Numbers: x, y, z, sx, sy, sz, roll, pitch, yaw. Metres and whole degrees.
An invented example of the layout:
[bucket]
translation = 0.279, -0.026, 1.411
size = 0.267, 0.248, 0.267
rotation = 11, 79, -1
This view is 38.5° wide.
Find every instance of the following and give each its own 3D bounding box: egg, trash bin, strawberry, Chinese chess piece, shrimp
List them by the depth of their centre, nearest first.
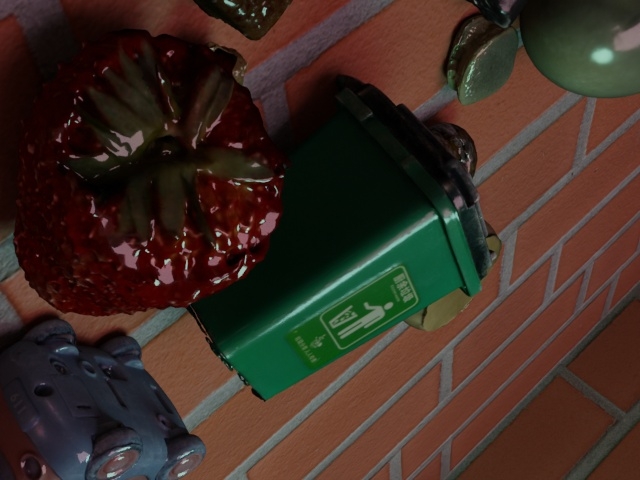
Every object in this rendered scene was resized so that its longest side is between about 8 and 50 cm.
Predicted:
[strawberry]
translation = -0.178, -0.053, 0.896
size = 0.261, 0.261, 0.257
rotation = -35, -175, -27
[trash bin]
translation = 0.000, 0.000, 1.206
size = 0.381, 0.295, 0.259
rotation = -34, 145, -4
[shrimp]
translation = 0.125, -0.064, 1.442
size = 0.343, 0.116, 0.145
rotation = -37, 134, -25
[egg]
translation = 0.462, -0.353, 1.448
size = 0.352, 0.258, 0.259
rotation = -12, 133, -40
[Chinese chess piece]
translation = 0.236, 0.058, 1.755
size = 0.249, 0.103, 0.250
rotation = -36, 149, -27

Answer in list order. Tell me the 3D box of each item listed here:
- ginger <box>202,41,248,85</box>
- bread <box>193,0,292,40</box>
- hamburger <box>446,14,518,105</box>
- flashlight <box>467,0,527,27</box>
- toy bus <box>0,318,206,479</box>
[ginger]
translation = -0.148, -0.150, 1.008
size = 0.165, 0.067, 0.096
rotation = -41, 153, 9
[bread]
translation = -0.135, -0.332, 0.765
size = 0.165, 0.113, 0.416
rotation = -54, 150, 3
[hamburger]
translation = 0.251, -0.282, 1.428
size = 0.133, 0.062, 0.140
rotation = -28, 146, -30
[flashlight]
translation = 0.344, -0.497, 1.277
size = 0.424, 0.103, 0.103
rotation = -56, 151, 6
[toy bus]
translation = -0.307, 0.252, 1.120
size = 0.232, 0.197, 0.294
rotation = -44, 154, 9
